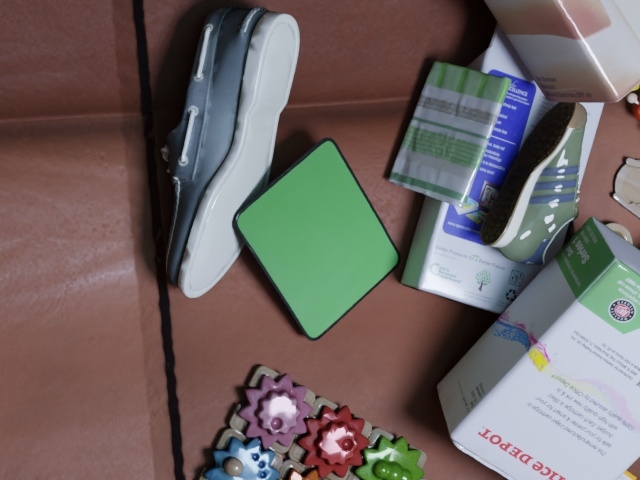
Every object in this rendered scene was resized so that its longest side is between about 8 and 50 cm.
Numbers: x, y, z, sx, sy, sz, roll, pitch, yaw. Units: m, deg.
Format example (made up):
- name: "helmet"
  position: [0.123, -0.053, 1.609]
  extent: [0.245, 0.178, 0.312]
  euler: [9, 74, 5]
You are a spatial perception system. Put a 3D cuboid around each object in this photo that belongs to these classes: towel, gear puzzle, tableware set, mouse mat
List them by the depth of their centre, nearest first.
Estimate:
- name: "mouse mat"
  position: [0.000, 0.000, 1.604]
  extent: [0.153, 0.007, 0.189]
  euler: [-41, 121, -18]
- name: "towel"
  position: [0.146, -0.120, 1.620]
  extent: [0.023, 0.113, 0.152]
  euler: [21, 91, -49]
- name: "gear puzzle"
  position: [0.034, 0.290, 1.644]
  extent: [0.339, 0.044, 0.175]
  euler: [30, 84, -18]
- name: "tableware set"
  position: [0.398, -0.009, 1.761]
  extent: [0.141, 0.020, 0.168]
  euler: [30, 84, -19]

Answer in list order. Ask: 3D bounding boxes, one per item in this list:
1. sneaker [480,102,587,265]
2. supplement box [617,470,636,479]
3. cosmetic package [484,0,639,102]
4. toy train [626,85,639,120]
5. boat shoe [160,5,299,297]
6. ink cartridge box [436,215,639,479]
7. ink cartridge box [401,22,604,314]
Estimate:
- name: "sneaker"
  position: [0.259, -0.058, 1.627]
  extent: [0.086, 0.064, 0.192]
  euler: [33, 84, -26]
- name: "supplement box"
  position: [0.328, 0.309, 1.750]
  extent: [0.062, 0.036, 0.098]
  euler: [37, 81, -17]
- name: "cosmetic package"
  position: [0.242, -0.298, 1.516]
  extent: [0.129, 0.153, 0.296]
  euler: [-40, 107, -13]
- name: "toy train"
  position: [0.392, -0.212, 1.733]
  extent: [0.125, 0.046, 0.166]
  euler: [13, 93, -20]
- name: "boat shoe"
  position: [-0.115, -0.099, 1.558]
  extent: [0.099, 0.116, 0.319]
  euler: [19, 96, 24]
- name: "ink cartridge box"
  position: [0.296, 0.146, 1.629]
  extent: [0.201, 0.117, 0.278]
  euler: [34, 109, -20]
- name: "ink cartridge box"
  position: [0.218, -0.083, 1.672]
  extent: [0.165, 0.065, 0.332]
  euler: [18, 89, -19]
